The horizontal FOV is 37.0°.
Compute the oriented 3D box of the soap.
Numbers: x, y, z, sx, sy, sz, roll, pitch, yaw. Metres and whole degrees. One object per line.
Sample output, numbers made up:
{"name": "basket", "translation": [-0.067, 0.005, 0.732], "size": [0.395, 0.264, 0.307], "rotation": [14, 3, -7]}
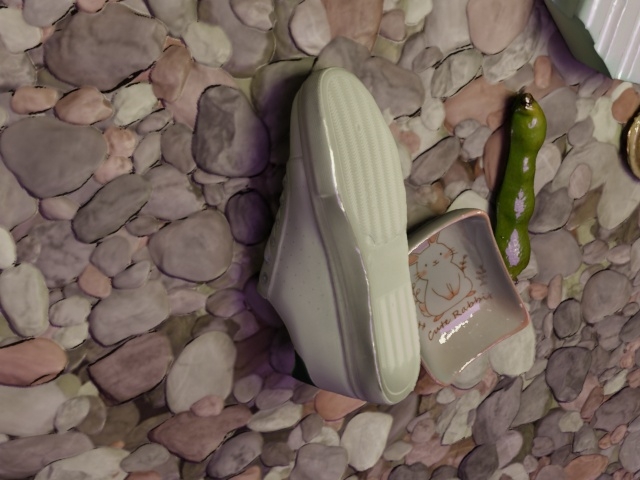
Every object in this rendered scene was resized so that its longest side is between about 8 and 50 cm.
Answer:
{"name": "soap", "translation": [0.353, -0.327, 1.056], "size": [0.172, 0.095, 0.290], "rotation": [3, 115, -31]}

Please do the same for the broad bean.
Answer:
{"name": "broad bean", "translation": [0.242, -0.062, 1.167], "size": [0.052, 0.053, 0.256], "rotation": [7, 117, 9]}

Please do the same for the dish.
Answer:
{"name": "dish", "translation": [0.152, 0.059, 1.166], "size": [0.151, 0.077, 0.212], "rotation": [-35, 127, -6]}

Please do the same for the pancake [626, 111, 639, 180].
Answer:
{"name": "pancake", "translation": [0.455, -0.139, 1.261], "size": [0.139, 0.022, 0.140], "rotation": [-14, 121, -24]}

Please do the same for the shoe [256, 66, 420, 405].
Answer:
{"name": "shoe", "translation": [0.000, 0.000, 1.033], "size": [0.131, 0.160, 0.363], "rotation": [-28, 112, -52]}
